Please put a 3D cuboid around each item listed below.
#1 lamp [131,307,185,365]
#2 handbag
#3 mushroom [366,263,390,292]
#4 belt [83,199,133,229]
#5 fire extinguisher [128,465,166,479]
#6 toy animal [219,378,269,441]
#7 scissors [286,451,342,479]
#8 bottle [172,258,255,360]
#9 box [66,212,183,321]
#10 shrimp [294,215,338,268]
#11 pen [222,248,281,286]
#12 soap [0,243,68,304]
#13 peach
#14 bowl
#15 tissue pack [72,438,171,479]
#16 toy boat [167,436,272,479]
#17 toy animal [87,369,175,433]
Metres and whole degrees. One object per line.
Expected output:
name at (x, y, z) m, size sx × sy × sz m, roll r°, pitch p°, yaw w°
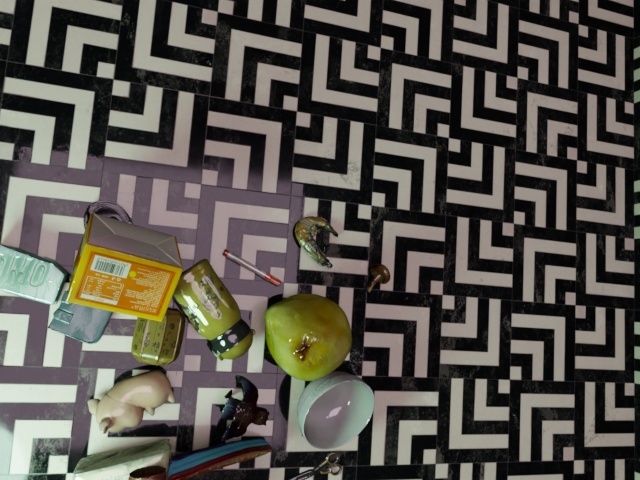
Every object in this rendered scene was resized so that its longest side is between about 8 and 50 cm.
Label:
lamp at (-0.535, 0.312, 1.752) m, size 0.162 × 0.161 × 0.184 m, roll 9°, pitch 84°, yaw -16°
handbag at (-0.772, 0.211, 1.740) m, size 0.179 × 0.062 × 0.229 m, roll 27°, pitch 77°, yaw -13°
mushroom at (0.221, 0.145, 2.054) m, size 0.088 × 0.073 × 0.129 m, roll 38°, pitch 115°, yaw 9°
belt at (-0.704, -0.038, 1.777) m, size 0.151 × 0.078 × 0.198 m, roll -27°, pitch 93°, yaw -20°
fire extinguisher at (-0.480, 0.837, 1.540) m, size 0.147 × 0.107 × 0.336 m, roll 1°, pitch 84°, yaw -46°
toy animal at (-0.259, 0.600, 1.833) m, size 0.180 × 0.116 × 0.218 m, roll 23°, pitch 72°, yaw -13°
scissors at (-0.029, 0.847, 1.932) m, size 0.220 × 0.017 × 0.087 m, roll -15°, pitch 93°, yaw -18°
bottle at (-0.364, 0.248, 1.805) m, size 0.172 × 0.171 × 0.351 m, roll -35°, pitch 95°, yaw -17°
box at (-0.603, 0.086, 1.638) m, size 0.284 × 0.259 × 0.213 m, roll 19°, pitch 104°, yaw -26°
shrimp at (0.000, 0.000, 2.010) m, size 0.150 × 0.051 × 0.217 m, roll -36°, pitch 92°, yaw -24°
pen at (-0.249, 0.100, 1.931) m, size 0.239 × 0.028 × 0.028 m, roll 31°, pitch 77°, yaw -12°
soap at (-0.940, 0.105, 1.684) m, size 0.231 × 0.091 × 0.145 m, roll 19°, pitch 79°, yaw -16°
peach at (-0.041, 0.335, 1.832) m, size 0.315 × 0.316 × 0.281 m, roll 5°, pitch 98°, yaw -23°
bowl at (0.037, 0.580, 1.882) m, size 0.287 × 0.144 × 0.286 m, roll -12°, pitch 118°, yaw -23°
tissue pack at (-0.590, 0.851, 1.657) m, size 0.298 × 0.207 × 0.379 m, roll -7°, pitch 86°, yaw -18°
toy boat at (-0.332, 0.716, 1.735) m, size 0.392 × 0.136 × 0.079 m, roll 8°, pitch 52°, yaw -46°
toy animal at (-0.606, 0.517, 1.710) m, size 0.250 × 0.167 × 0.153 m, roll -32°, pitch 103°, yaw -28°
